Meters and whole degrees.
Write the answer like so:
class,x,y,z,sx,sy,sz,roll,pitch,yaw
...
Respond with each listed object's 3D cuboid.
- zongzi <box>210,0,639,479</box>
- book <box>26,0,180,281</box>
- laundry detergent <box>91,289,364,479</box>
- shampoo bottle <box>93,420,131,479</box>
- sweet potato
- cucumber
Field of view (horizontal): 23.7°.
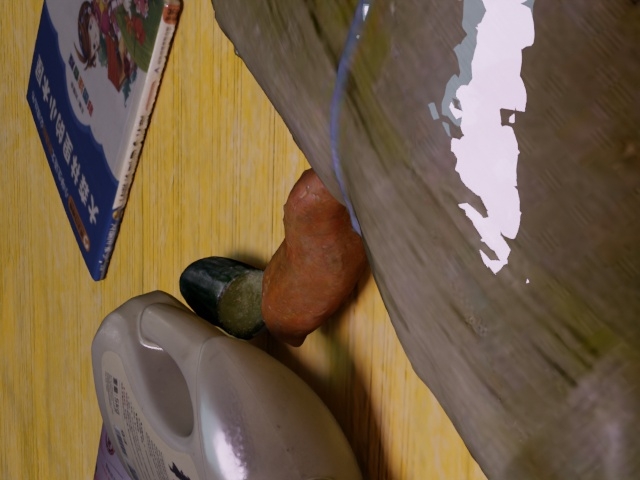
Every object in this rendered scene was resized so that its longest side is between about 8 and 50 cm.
class,x,y,z,sx,sy,sz,roll,pitch,yaw
zongzi,0.127,-0.058,0.451,0.356,0.174,0.393,-57,46,47
book,-0.186,-0.149,1.251,0.228,0.018,0.322,65,148,34
laundry detergent,-0.049,0.128,0.918,0.253,0.091,0.181,23,133,60
shampoo bottle,-0.151,0.162,1.221,0.080,0.040,0.165,-120,33,-43
sweet potato,0.000,0.000,0.852,0.195,0.056,0.056,103,149,-51
cucumber,-0.065,0.032,1.010,0.105,0.048,0.048,-159,66,-64
